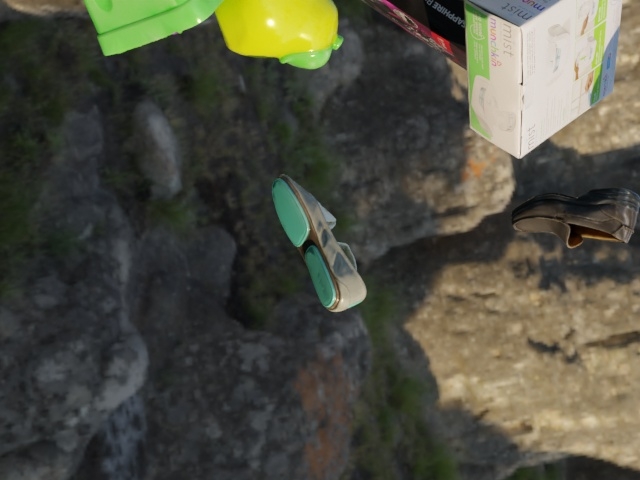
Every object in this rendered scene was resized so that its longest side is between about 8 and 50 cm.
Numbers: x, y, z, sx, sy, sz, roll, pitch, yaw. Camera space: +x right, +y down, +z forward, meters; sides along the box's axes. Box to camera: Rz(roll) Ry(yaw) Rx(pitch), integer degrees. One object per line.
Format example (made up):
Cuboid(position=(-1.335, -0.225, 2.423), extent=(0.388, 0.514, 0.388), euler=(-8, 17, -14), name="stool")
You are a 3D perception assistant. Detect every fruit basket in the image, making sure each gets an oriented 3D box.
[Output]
Cuboid(position=(-0.149, -0.403, 1.465), extent=(0.392, 0.283, 0.392), euler=(6, 82, -48), name="fruit basket")

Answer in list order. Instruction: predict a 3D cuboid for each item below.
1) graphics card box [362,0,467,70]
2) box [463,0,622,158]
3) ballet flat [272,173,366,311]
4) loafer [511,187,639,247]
Cuboid(position=(0.206, -0.441, 1.831), extent=(0.371, 0.094, 0.233), euler=(38, 8, 12), name="graphics card box")
Cuboid(position=(0.352, -0.302, 1.503), extent=(0.127, 0.231, 0.262), euler=(41, -23, 36), name="box")
Cuboid(position=(0.000, 0.000, 1.323), extent=(0.213, 0.068, 0.072), euler=(65, -34, 19), name="ballet flat")
Cuboid(position=(0.302, -0.022, 1.156), extent=(0.062, 0.170, 0.061), euler=(25, 69, -36), name="loafer")
